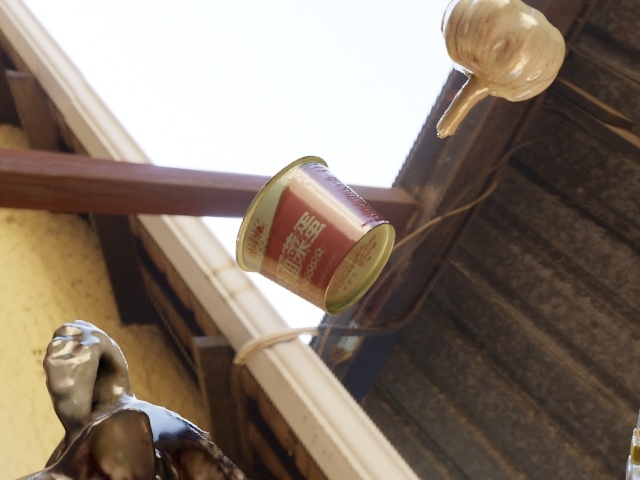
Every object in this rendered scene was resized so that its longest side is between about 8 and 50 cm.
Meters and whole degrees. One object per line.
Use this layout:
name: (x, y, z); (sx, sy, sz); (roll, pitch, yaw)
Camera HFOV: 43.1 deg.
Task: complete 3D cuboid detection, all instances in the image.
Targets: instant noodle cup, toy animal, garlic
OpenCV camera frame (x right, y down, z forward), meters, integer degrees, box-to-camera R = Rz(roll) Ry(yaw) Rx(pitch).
instant noodle cup: (0.000, 0.000, 1.337); (0.178, 0.235, 0.234); (35, -66, 25)
toy animal: (-0.180, 0.220, 0.619); (0.194, 0.344, 0.302); (-23, -89, 5)
garlic: (0.236, -0.255, 1.216); (0.226, 0.199, 0.199); (-54, -129, 11)

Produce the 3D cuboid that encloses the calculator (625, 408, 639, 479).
calculator: (0.286, 0.249, 0.689); (0.054, 0.256, 0.386); (10, -62, 15)
